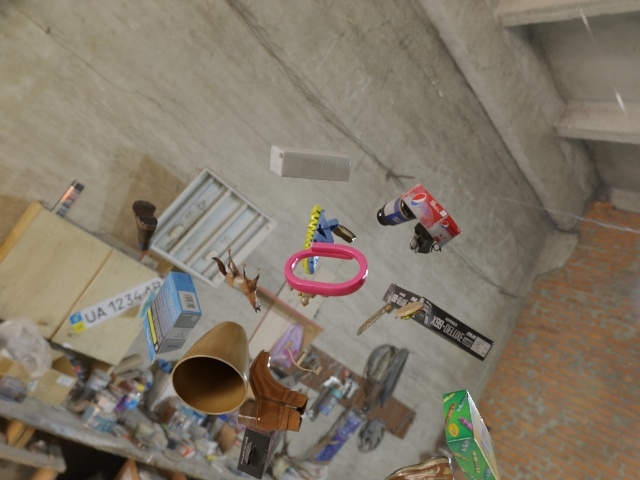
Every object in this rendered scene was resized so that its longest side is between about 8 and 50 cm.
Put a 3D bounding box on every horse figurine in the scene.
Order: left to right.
[{"bbox_3d":[-0.308,0.141,1.820,0.263,0.066,0.175,26,-53,32],"label":"horse figurine"}]

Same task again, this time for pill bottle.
[{"bbox_3d":[0.373,-0.138,2.300,0.122,0.123,0.219,37,-27,-18],"label":"pill bottle"}]

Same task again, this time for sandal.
[{"bbox_3d":[0.000,0.000,2.090,0.138,0.318,0.126,15,-16,-6],"label":"sandal"}]

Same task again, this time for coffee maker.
[{"bbox_3d":[0.563,-0.016,2.500,0.171,0.120,0.178,-6,-25,-4],"label":"coffee maker"}]

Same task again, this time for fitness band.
[{"bbox_3d":[0.018,0.096,1.623,0.290,0.209,0.054,5,-48,17],"label":"fitness band"}]

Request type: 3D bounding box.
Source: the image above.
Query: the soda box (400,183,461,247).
[{"bbox_3d":[0.358,-0.088,1.563,0.092,0.083,0.263,46,12,-28],"label":"soda box"}]

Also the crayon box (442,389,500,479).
[{"bbox_3d":[0.451,0.603,1.422,0.081,0.165,0.279,-19,-60,20],"label":"crayon box"}]

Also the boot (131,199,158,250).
[{"bbox_3d":[-0.597,-0.056,1.603,0.082,0.106,0.219,7,24,-27],"label":"boot"}]

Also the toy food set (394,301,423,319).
[{"bbox_3d":[0.236,0.188,1.273,0.020,0.082,0.083,65,-17,-3],"label":"toy food set"}]

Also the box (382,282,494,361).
[{"bbox_3d":[0.382,0.266,1.584,0.307,0.077,0.242,32,-3,-14],"label":"box"}]

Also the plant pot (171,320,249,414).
[{"bbox_3d":[-0.325,0.384,1.555,0.237,0.237,0.254,35,26,-12],"label":"plant pot"}]

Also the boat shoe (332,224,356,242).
[{"bbox_3d":[0.108,-0.043,2.333,0.152,0.049,0.056,42,-46,21],"label":"boat shoe"}]

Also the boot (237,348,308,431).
[{"bbox_3d":[-0.150,0.526,1.673,0.220,0.284,0.109,4,-44,12],"label":"boot"}]

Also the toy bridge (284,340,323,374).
[{"bbox_3d":[-0.081,0.503,2.009,0.188,0.063,0.026,40,-17,0],"label":"toy bridge"}]

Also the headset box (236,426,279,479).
[{"bbox_3d":[-0.217,0.752,1.862,0.110,0.218,0.293,18,23,10],"label":"headset box"}]

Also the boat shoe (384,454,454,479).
[{"bbox_3d":[0.428,1.050,2.079,0.122,0.323,0.120,49,19,-41],"label":"boat shoe"}]

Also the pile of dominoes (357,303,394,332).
[{"bbox_3d":[0.265,0.337,2.096,0.040,0.251,0.196,48,-8,17],"label":"pile of dominoes"}]

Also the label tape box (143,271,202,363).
[{"bbox_3d":[-0.677,0.352,2.156,0.115,0.348,0.249,11,35,-38],"label":"label tape box"}]

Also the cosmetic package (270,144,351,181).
[{"bbox_3d":[-0.031,-0.239,1.483,0.230,0.086,0.117,0,18,-23],"label":"cosmetic package"}]

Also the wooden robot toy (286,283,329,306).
[{"bbox_3d":[-0.052,0.207,1.765,0.173,0.079,0.076,13,-12,-28],"label":"wooden robot toy"}]
